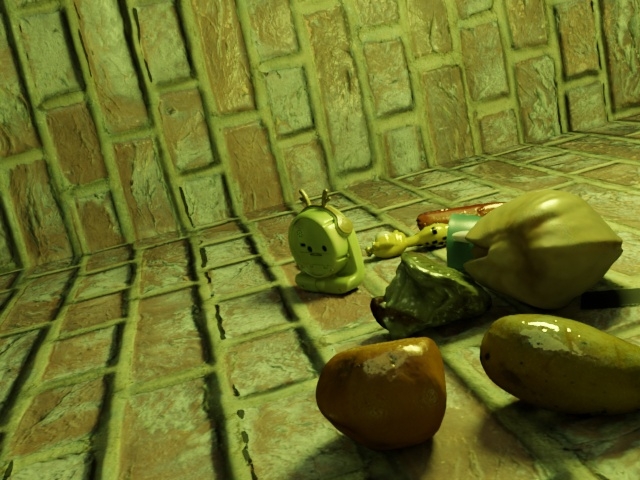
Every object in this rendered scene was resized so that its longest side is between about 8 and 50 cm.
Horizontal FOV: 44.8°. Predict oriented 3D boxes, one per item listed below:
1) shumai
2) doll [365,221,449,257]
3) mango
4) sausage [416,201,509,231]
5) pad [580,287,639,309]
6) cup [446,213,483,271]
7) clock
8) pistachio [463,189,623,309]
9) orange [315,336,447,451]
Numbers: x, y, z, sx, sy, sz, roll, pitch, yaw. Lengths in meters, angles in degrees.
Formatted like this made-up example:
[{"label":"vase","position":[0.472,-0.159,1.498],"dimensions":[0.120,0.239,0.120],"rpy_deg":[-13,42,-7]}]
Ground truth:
[{"label":"shumai","position":[0.263,0.156,1.859],"dimensions":[0.272,0.203,0.222],"rpy_deg":[21,11,-13]},{"label":"doll","position":[0.286,0.000,2.488],"dimensions":[0.291,0.086,0.117],"rpy_deg":[-13,-26,6]},{"label":"mango","position":[0.442,0.224,1.349],"dimensions":[0.330,0.175,0.176],"rpy_deg":[20,62,30]},{"label":"sausage","position":[0.481,-0.066,2.549],"dimensions":[0.331,0.102,0.102],"rpy_deg":[-8,15,11]},{"label":"pad","position":[0.682,0.133,1.787],"dimensions":[0.157,0.003,0.112],"rpy_deg":[-6,16,22]},{"label":"cup","position":[0.448,0.009,2.161],"dimensions":[0.173,0.167,0.300],"rpy_deg":[1,-8,18]},{"label":"clock","position":[0.000,0.000,2.269],"dimensions":[0.096,0.307,0.235],"rpy_deg":[-23,17,-40]},{"label":"pistachio","position":[0.524,0.022,1.848],"dimensions":[0.366,0.281,0.445],"rpy_deg":[-2,-4,7]},{"label":"orange","position":[0.109,0.275,1.369],"dimensions":[0.249,0.183,0.249],"rpy_deg":[-12,-5,-1]}]
